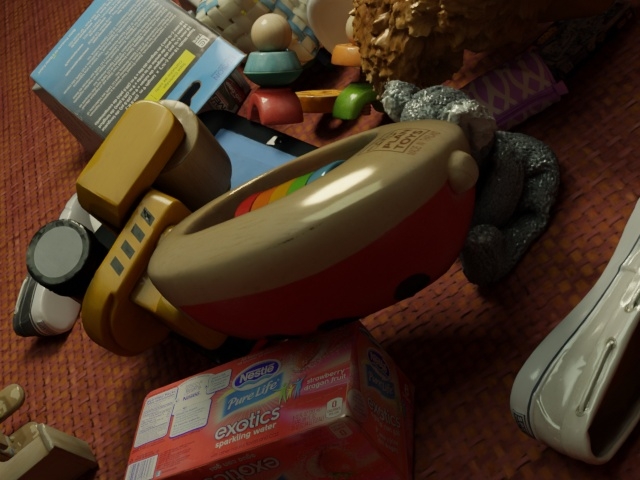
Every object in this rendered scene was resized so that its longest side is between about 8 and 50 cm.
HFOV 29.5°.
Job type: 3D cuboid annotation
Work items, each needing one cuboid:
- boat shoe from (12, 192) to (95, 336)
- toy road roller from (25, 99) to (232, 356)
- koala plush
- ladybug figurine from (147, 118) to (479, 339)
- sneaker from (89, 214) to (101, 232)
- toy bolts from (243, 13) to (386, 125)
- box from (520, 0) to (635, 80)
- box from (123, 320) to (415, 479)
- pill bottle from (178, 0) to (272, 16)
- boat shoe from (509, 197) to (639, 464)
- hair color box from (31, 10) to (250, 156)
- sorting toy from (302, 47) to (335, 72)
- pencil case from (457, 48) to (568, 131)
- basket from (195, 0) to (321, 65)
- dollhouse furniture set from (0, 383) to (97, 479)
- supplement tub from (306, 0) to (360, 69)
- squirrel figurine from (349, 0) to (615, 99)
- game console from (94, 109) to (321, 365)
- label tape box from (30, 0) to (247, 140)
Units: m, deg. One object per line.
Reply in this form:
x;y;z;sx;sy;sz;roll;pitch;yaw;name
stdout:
-0.430;0.033;2.021;0.102;0.108;0.301;-13;48;32;boat shoe
-0.198;0.002;1.612;0.241;0.202;0.329;26;78;26;toy road roller
0.168;-0.101;1.465;0.203;0.221;0.196;-45;32;-9;koala plush
0.000;0.000;1.345;0.449;0.161;0.305;-17;16;46;ladybug figurine
-0.261;-0.009;1.911;0.161;0.102;0.282;-34;43;2;sneaker
-0.015;-0.266;1.823;0.229;0.158;0.218;-8;14;-25;toy bolts
0.355;-0.284;1.681;0.137;0.027;0.094;-43;34;-6;box
-0.056;0.223;1.366;0.300;0.142;0.154;-23;36;24;box
-0.090;-0.504;2.249;0.334;0.188;0.188;-44;33;-7;pill bottle
0.345;0.063;1.168;0.367;0.136;0.156;-49;33;-9;boat shoe
-0.331;-0.278;2.216;0.375;0.185;0.113;-6;44;41;hair color box
0.012;-0.310;2.055;0.102;0.042;0.061;-38;15;25;sorting toy
0.222;-0.173;1.625;0.206;0.086;0.088;-33;29;10;pencil case
-0.081;-0.430;2.055;0.201;0.255;0.289;-23;34;44;basket
-0.443;0.252;1.670;0.161;0.212;0.242;-39;59;4;dollhouse furniture set
0.126;-0.437;1.945;0.194;0.193;0.316;-2;49;44;supplement tub
0.167;-0.381;1.613;0.370;0.281;0.397;10;53;42;squirrel figurine
-0.144;-0.018;1.747;0.387;0.060;0.342;25;67;39;game console
-0.273;-0.255;1.938;0.334;0.106;0.240;39;88;33;label tape box
